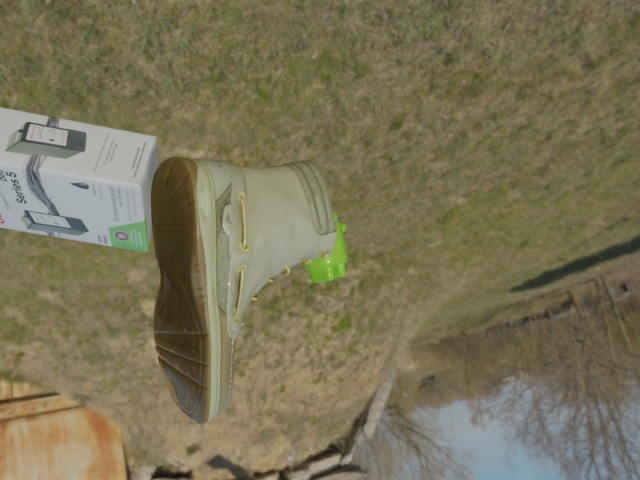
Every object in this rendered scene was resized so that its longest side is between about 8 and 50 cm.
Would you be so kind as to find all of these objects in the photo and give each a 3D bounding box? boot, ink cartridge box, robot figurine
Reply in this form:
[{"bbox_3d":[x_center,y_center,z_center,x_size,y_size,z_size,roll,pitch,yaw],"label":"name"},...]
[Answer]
[{"bbox_3d":[-0.072,0.043,0.588,0.095,0.261,0.203,4,-171,40],"label":"boot"},{"bbox_3d":[-0.415,-0.096,0.911,0.273,0.114,0.198,9,146,-8],"label":"ink cartridge box"},{"bbox_3d":[0.000,0.000,0.782,0.101,0.115,0.067,-15,-178,-44],"label":"robot figurine"}]
